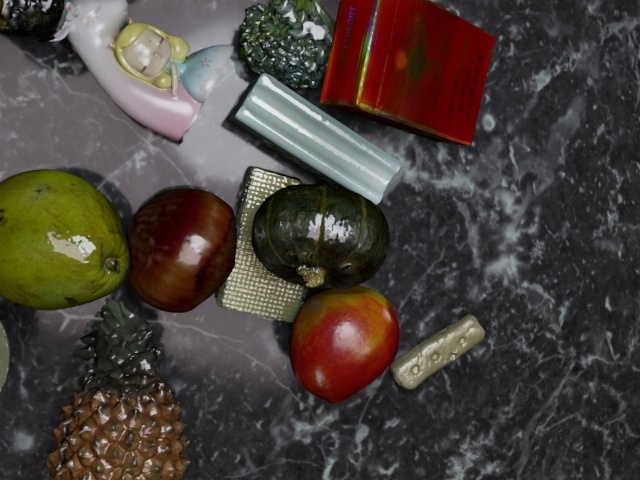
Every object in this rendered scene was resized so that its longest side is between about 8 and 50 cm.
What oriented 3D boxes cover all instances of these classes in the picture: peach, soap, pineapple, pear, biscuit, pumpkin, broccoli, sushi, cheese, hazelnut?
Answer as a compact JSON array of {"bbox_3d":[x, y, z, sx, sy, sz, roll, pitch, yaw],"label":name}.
[{"bbox_3d":[0.041,0.174,1.179,0.190,0.190,0.192,0,104,-13],"label":"peach"},{"bbox_3d":[-0.014,-0.163,1.139,0.265,0.160,0.087,31,90,-15],"label":"soap"},{"bbox_3d":[-0.317,0.255,1.097,0.223,0.223,0.357,1,96,-13],"label":"pineapple"},{"bbox_3d":[-0.402,-0.001,1.031,0.269,0.212,0.212,20,93,30],"label":"pear"},{"bbox_3d":[-0.083,0.008,1.200,0.150,0.052,0.252,12,94,-19],"label":"biscuit"},{"bbox_3d":[0.000,0.000,1.088,0.224,0.223,0.157,14,66,-14],"label":"pumpkin"},{"bbox_3d":[-0.011,-0.379,1.129,0.199,0.177,0.274,23,78,-9],"label":"broccoli"},{"bbox_3d":[-0.428,-0.358,0.914,0.212,0.115,0.147,44,115,25],"label":"sushi"},{"bbox_3d":[0.220,0.208,1.298,0.194,0.043,0.065,-33,98,-5],"label":"cheese"},{"bbox_3d":[-0.223,0.013,1.101,0.178,0.178,0.204,25,86,-14],"label":"hazelnut"}]

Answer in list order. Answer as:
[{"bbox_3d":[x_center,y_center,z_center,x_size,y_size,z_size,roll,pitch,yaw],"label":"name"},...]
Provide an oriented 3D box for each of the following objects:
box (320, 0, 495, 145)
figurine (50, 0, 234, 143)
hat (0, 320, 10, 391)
[{"bbox_3d":[0.149,-0.281,1.125,0.313,0.089,0.197,7,97,-46],"label":"box"},{"bbox_3d":[-0.281,-0.350,1.056,0.316,0.206,0.284,31,95,-20],"label":"figurine"},{"bbox_3d":[-0.600,0.167,1.064,0.257,0.130,0.257,-2,98,-12],"label":"hat"}]
